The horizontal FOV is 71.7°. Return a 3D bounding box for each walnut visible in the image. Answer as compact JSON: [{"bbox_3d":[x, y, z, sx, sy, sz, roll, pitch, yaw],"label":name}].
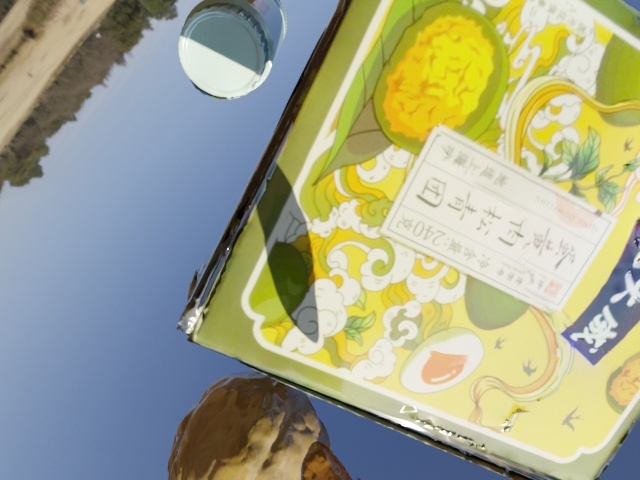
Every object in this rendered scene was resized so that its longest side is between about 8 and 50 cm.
[{"bbox_3d":[-0.123,0.377,0.762,0.284,0.297,0.285,-8,-146,6],"label":"walnut"}]

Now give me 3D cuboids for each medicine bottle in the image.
[{"bbox_3d":[-0.153,-0.380,0.824,0.158,0.158,0.318,-34,-151,22],"label":"medicine bottle"}]

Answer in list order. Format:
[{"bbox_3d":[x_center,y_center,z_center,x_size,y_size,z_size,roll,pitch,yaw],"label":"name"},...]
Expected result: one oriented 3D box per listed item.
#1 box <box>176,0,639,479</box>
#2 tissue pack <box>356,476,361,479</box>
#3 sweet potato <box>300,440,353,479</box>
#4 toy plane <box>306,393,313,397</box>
[{"bbox_3d":[0.145,-0.014,0.402,0.373,0.419,0.138,-63,-168,7],"label":"box"},{"bbox_3d":[0.002,0.099,0.076,0.083,0.035,0.063,-49,-162,-4],"label":"tissue pack"},{"bbox_3d":[0.037,0.166,0.211,0.044,0.179,0.044,-17,-160,6],"label":"sweet potato"},{"bbox_3d":[0.049,0.357,1.124,0.315,0.103,0.204,-20,-158,22],"label":"toy plane"}]
